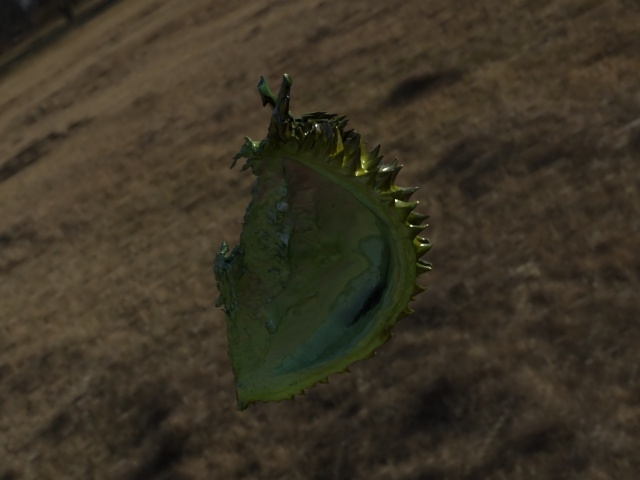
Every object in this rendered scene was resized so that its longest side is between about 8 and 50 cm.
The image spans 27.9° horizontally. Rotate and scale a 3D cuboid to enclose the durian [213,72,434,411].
[{"bbox_3d":[0.000,0.000,0.640,0.100,0.215,0.086,-18,45,-30],"label":"durian"}]
